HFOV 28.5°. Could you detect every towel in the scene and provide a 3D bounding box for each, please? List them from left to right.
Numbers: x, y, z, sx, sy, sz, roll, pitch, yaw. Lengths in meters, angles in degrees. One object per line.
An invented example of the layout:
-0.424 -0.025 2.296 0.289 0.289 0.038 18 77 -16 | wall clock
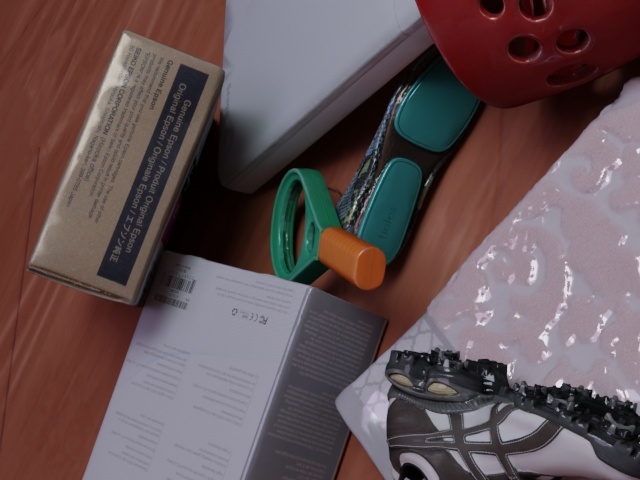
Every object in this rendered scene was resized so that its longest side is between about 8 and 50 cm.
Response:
0.178 0.106 0.745 0.317 0.053 0.332 -48 46 17 | towel

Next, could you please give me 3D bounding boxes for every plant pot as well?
0.165 -0.195 0.800 0.174 0.191 0.191 -13 62 35 | plant pot

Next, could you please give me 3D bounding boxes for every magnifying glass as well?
0.000 0.000 0.917 0.231 0.026 0.092 -151 68 -70 | magnifying glass

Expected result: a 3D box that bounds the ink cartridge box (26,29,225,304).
-0.154 -0.047 1.029 0.234 0.088 0.193 158 132 -83 | ink cartridge box

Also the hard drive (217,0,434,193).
0.006 -0.186 0.985 0.307 0.040 0.203 -34 49 53 | hard drive

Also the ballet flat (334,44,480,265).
0.060 -0.070 0.938 0.070 0.070 0.188 28 89 47 | ballet flat

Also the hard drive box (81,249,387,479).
-0.075 0.140 0.947 0.181 0.089 0.232 12 80 47 | hard drive box

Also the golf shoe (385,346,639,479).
0.113 0.122 0.719 0.198 0.077 0.094 12 92 52 | golf shoe
